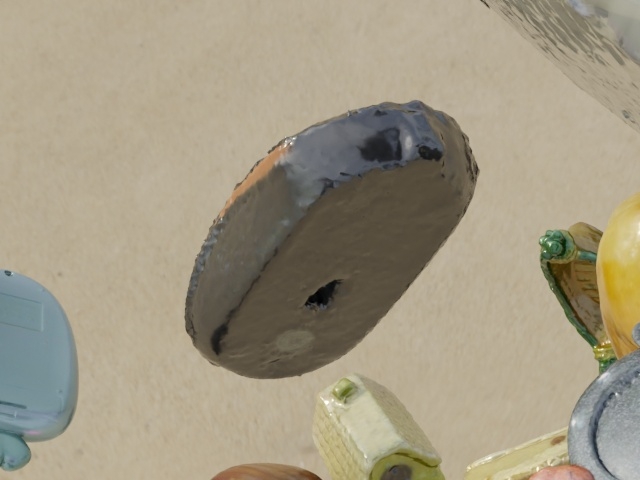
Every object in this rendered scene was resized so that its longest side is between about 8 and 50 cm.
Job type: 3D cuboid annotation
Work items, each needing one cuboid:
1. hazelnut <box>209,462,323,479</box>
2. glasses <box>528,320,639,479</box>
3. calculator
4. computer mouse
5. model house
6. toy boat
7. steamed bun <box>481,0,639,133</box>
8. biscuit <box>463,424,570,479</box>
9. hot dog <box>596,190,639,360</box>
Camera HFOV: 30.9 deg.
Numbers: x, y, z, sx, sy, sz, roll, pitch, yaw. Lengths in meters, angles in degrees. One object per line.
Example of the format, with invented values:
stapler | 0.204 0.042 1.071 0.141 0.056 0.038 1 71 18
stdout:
hazelnut | -0.089 0.406 1.677 0.186 0.210 0.210 36 65 0
glasses | 0.179 0.193 0.572 0.234 0.268 0.118 -46 32 -5
calculator | -0.366 0.140 1.326 0.186 0.041 0.298 18 35 -25
computer mouse | -0.002 -0.004 0.949 0.183 0.323 0.116 3 50 -35
model house | 0.079 0.332 1.752 0.175 0.234 0.193 -32 38 -4
toy boat | 0.281 0.053 1.226 0.089 0.229 0.088 -2 46 34
steamed bun | 0.208 -0.183 0.492 0.309 0.309 0.309 -1 59 2
biscuit | 0.228 0.216 1.130 0.188 0.052 0.056 -25 32 18
hot dog | 0.370 0.048 0.643 0.405 0.185 0.223 -13 38 14
